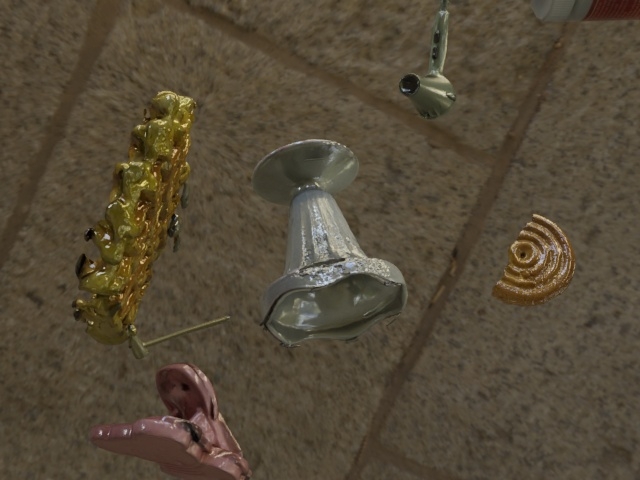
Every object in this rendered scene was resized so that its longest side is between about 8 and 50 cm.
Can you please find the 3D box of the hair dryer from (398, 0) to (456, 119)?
[{"bbox_3d":[0.201,-0.324,1.588,0.088,0.219,0.225,8,114,22],"label":"hair dryer"}]

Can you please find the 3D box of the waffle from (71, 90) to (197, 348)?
[{"bbox_3d":[-0.180,-0.019,0.845,0.060,0.262,0.281,19,108,-1],"label":"waffle"}]

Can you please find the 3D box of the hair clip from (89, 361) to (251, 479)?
[{"bbox_3d":[-0.133,0.197,0.805,0.123,0.102,0.138,-9,112,37],"label":"hair clip"}]

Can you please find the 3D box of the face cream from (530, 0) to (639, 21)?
[{"bbox_3d":[0.423,-0.429,1.273,0.187,0.201,0.201,-1,98,0],"label":"face cream"}]

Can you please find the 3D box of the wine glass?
[{"bbox_3d":[0.000,0.000,0.956,0.164,0.165,0.197,-8,63,-8],"label":"wine glass"}]

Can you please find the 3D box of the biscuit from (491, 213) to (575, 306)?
[{"bbox_3d":[0.461,0.053,1.804,0.144,0.033,0.224,30,67,15],"label":"biscuit"}]

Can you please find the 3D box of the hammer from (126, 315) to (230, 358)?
[{"bbox_3d":[-0.261,0.162,1.582,0.195,0.028,0.060,-18,113,1],"label":"hammer"}]
